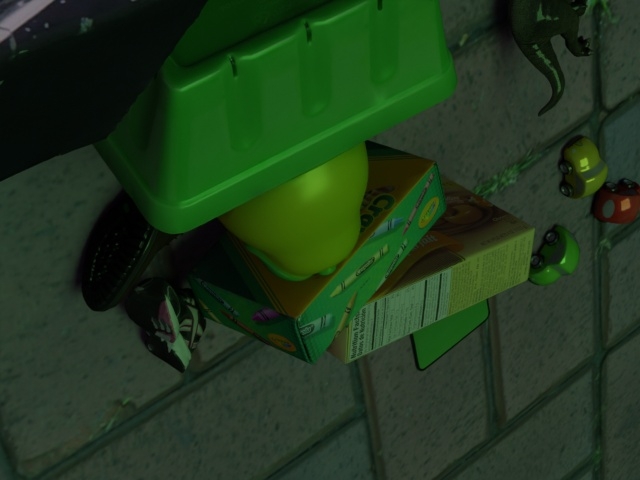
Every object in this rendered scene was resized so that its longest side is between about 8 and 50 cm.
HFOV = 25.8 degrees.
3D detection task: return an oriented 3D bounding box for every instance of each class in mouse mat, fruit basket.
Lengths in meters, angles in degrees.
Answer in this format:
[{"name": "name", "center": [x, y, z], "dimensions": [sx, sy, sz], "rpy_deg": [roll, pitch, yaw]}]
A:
[{"name": "mouse mat", "center": [0.183, 0.087, 2.023], "dimensions": [0.152, 0.007, 0.189], "rpy_deg": [-36, 137, -23]}, {"name": "fruit basket", "center": [-0.056, -0.139, 1.428], "dimensions": [0.392, 0.283, 0.392], "rpy_deg": [-30, 155, -16]}]

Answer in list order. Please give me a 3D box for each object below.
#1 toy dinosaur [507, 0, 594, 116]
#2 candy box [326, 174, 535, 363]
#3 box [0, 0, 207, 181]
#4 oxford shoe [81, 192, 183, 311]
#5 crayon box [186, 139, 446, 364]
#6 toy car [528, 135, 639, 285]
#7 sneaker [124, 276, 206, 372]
[{"name": "toy dinosaur", "center": [0.299, -0.323, 1.809], "dimensions": [0.160, 0.121, 0.313], "rpy_deg": [6, 116, -33]}, {"name": "candy box", "center": [0.094, 0.027, 1.759], "dimensions": [0.316, 0.183, 0.087], "rpy_deg": [-22, 128, -34]}, {"name": "box", "center": [-0.404, -0.221, 0.845], "dimensions": [0.472, 0.480, 0.297], "rpy_deg": [-29, 177, -31]}, {"name": "oxford shoe", "center": [-0.182, -0.016, 1.540], "dimensions": [0.227, 0.083, 0.096], "rpy_deg": [-58, 143, 3]}, {"name": "crayon box", "center": [0.000, 0.000, 1.622], "dimensions": [0.278, 0.165, 0.081], "rpy_deg": [-48, 141, -29]}, {"name": "toy car", "center": [0.396, -0.021, 2.124], "dimensions": [0.239, 0.053, 0.225], "rpy_deg": [31, 92, -50]}, {"name": "sneaker", "center": [-0.172, 0.080, 1.619], "dimensions": [0.077, 0.072, 0.178], "rpy_deg": [-56, 166, -22]}]
